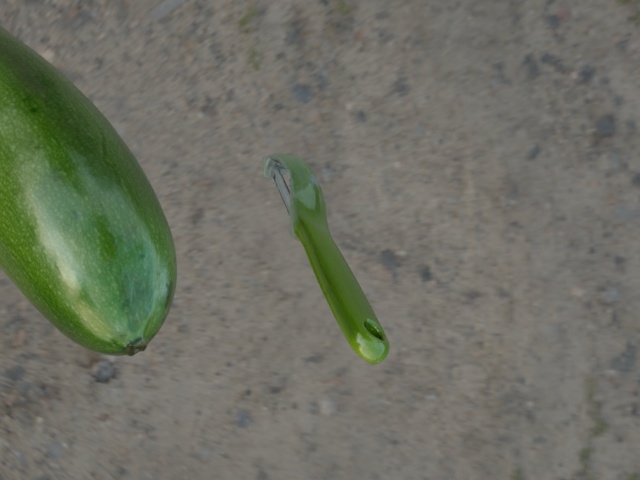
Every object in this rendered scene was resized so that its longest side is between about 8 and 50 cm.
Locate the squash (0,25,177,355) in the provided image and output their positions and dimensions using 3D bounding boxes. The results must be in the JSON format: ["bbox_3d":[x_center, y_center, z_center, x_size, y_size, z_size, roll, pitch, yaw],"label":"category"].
[{"bbox_3d":[-0.198,-0.067,0.952,0.107,0.395,0.107,-23,134,-26],"label":"squash"}]

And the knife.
[{"bbox_3d":[0.000,0.000,0.698,0.022,0.184,0.026,19,113,-26],"label":"knife"}]
